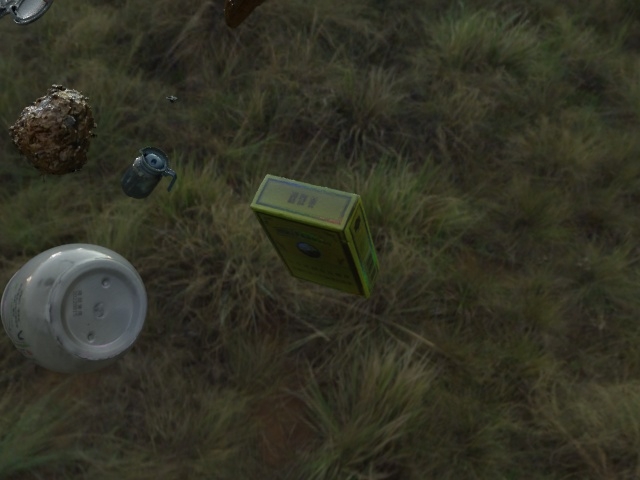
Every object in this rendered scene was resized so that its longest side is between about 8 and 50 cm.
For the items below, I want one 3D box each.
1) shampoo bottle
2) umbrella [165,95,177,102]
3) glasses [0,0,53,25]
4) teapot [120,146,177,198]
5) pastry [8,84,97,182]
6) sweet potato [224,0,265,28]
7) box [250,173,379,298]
[{"bbox_3d":[-0.530,0.145,1.292,0.266,0.273,0.273,-6,34,44],"label":"shampoo bottle"},{"bbox_3d":[-0.286,-0.272,1.159,0.022,0.013,0.122,14,11,-15],"label":"umbrella"},{"bbox_3d":[-0.643,-0.502,1.082,0.234,0.268,0.118,4,72,16],"label":"glasses"},{"bbox_3d":[-0.257,-0.092,0.891,0.064,0.083,0.049,55,39,4],"label":"teapot"},{"bbox_3d":[-0.731,-0.300,1.638,0.192,0.275,0.275,9,51,-3],"label":"pastry"},{"bbox_3d":[-0.022,-0.471,0.936,0.112,0.359,0.112,41,34,-36],"label":"sweet potato"},{"bbox_3d":[0.000,0.000,0.872,0.141,0.220,0.064,16,64,20],"label":"box"}]
